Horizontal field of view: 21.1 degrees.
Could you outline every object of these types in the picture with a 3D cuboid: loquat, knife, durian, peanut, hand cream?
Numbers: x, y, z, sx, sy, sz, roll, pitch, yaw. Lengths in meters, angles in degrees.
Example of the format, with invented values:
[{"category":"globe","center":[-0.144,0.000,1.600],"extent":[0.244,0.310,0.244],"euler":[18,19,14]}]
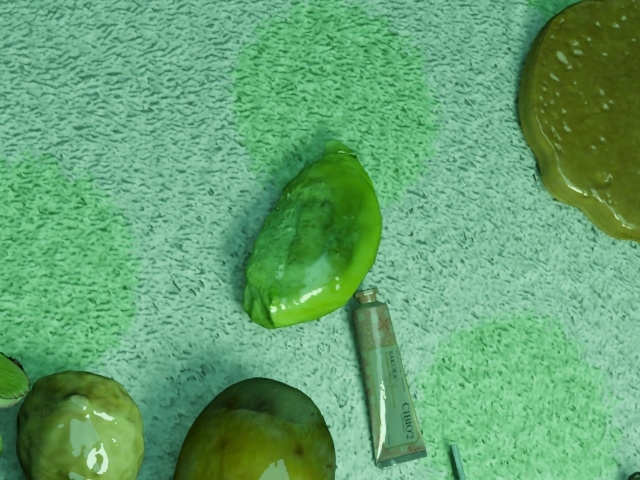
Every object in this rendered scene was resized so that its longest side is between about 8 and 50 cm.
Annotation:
[{"category":"loquat","center":[-0.072,0.263,1.892],"extent":[0.179,0.179,0.227],"euler":[10,67,-15]},{"category":"knife","center":[0.181,0.343,2.027],"extent":[0.015,0.028,0.210],"euler":[-13,79,-1]},{"category":"durian","center":[0.000,0.000,2.022],"extent":[0.139,0.101,0.250],"euler":[36,68,-5]},{"category":"peanut","center":[-0.262,0.222,1.879],"extent":[0.141,0.109,0.159],"euler":[5,90,-7]},{"category":"hand cream","center":[0.074,0.161,2.036],"extent":[0.067,0.043,0.209],"euler":[-12,87,-24]}]

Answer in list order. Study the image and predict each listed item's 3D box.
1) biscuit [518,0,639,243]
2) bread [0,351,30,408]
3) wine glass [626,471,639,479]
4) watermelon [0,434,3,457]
[{"category":"biscuit","center":[0.413,-0.150,2.215],"extent":[0.351,0.057,0.312],"euler":[35,69,-4]},{"category":"bread","center":[-0.416,0.123,1.809],"extent":[0.228,0.228,0.033],"euler":[23,100,-10]},{"category":"wine glass","center":[0.451,0.355,2.065],"extent":[0.183,0.122,0.122],"euler":[16,71,-14]},{"category":"watermelon","center":[-0.506,0.220,1.728],"extent":[0.331,0.331,0.189],"euler":[21,100,-11]}]
